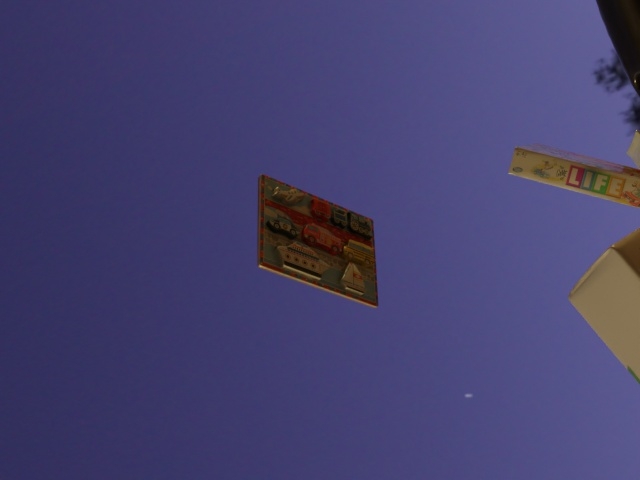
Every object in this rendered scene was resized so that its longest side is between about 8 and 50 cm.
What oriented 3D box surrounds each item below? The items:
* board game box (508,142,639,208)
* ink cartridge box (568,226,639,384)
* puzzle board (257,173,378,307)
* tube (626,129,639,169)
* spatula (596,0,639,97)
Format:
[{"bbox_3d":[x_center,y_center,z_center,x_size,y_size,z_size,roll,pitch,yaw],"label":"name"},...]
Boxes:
[{"bbox_3d":[0.262,-0.058,0.890,0.103,0.154,0.026,-18,-57,-66],"label":"board game box"},{"bbox_3d":[0.335,0.035,0.750,0.219,0.092,0.160,-28,-110,-23],"label":"ink cartridge box"},{"bbox_3d":[0.000,0.000,0.852,0.128,0.011,0.096,21,-131,-30],"label":"puzzle board"},{"bbox_3d":[0.402,-0.020,0.960,0.240,0.070,0.062,45,-129,14],"label":"tube"},{"bbox_3d":[0.128,-0.205,0.535,0.030,0.084,0.296,-29,-90,-23],"label":"spatula"}]
